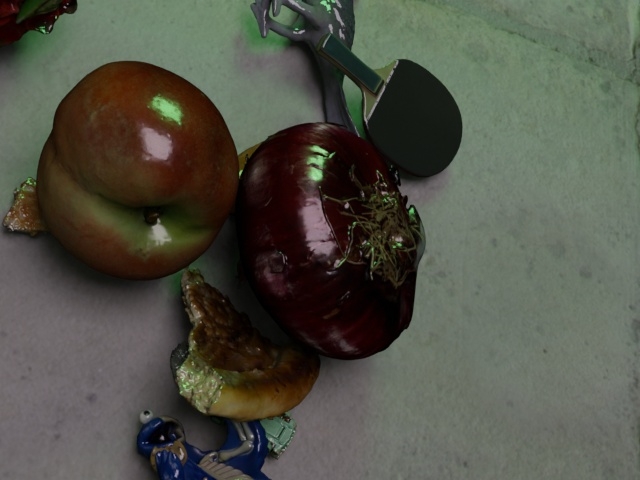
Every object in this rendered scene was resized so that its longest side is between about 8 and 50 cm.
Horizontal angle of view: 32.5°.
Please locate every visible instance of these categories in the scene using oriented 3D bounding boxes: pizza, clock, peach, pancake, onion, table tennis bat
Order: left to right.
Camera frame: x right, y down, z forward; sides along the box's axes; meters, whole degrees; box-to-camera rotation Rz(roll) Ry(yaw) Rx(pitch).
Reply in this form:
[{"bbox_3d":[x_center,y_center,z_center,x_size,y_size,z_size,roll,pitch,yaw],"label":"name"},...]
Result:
[{"bbox_3d":[-0.358,-0.033,1.339,0.078,0.025,0.083,-27,81,-36],"label":"pizza"},{"bbox_3d":[-0.216,-0.086,1.302,0.252,0.252,0.252,10,66,-23],"label":"peach"},{"bbox_3d":[-0.146,0.154,1.370,0.083,0.010,0.074,-11,64,-21],"label":"clock"},{"bbox_3d":[-0.108,0.114,1.329,0.244,0.057,0.266,54,22,25],"label":"pancake"},{"bbox_3d":[0.000,0.000,1.386,0.314,0.232,0.314,37,45,-51],"label":"onion"},{"bbox_3d":[0.101,-0.201,1.571,0.274,0.021,0.154,37,69,-25],"label":"table tennis bat"}]

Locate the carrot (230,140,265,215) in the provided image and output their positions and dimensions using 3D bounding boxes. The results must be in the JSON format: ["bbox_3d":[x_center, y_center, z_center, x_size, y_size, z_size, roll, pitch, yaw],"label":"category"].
[{"bbox_3d":[-0.065,-0.109,1.491,0.205,0.072,0.072,-39,90,-35],"label":"carrot"}]

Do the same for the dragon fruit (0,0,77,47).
[{"bbox_3d":[-0.424,-0.368,1.336,0.293,0.234,0.233,27,59,6],"label":"dragon fruit"}]

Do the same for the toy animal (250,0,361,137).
[{"bbox_3d":[-0.004,-0.308,1.585,0.206,0.081,0.367,24,59,-34],"label":"toy animal"}]

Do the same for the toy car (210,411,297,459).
[{"bbox_3d":[-0.090,0.220,1.365,0.122,0.035,0.059,29,59,6],"label":"toy car"}]

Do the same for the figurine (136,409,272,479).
[{"bbox_3d":[-0.118,0.301,1.281,0.164,0.120,0.262,-24,66,-32],"label":"figurine"}]
